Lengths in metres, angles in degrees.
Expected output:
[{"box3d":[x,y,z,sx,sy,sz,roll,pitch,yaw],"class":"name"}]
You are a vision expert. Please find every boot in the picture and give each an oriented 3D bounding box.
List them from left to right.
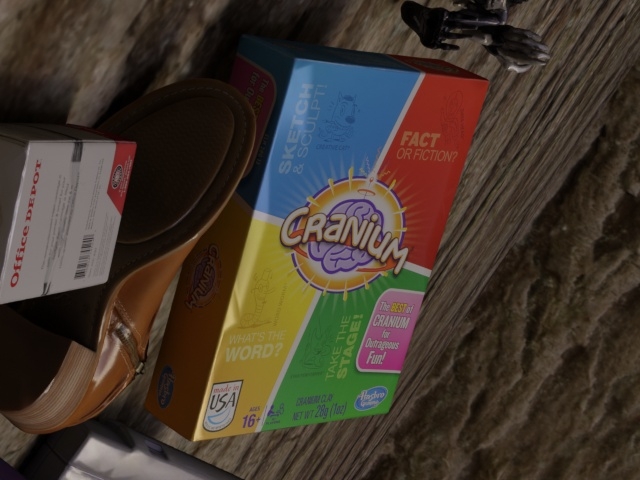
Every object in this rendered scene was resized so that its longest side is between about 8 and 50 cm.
[{"box3d":[-0.136,0.023,1.046,0.283,0.109,0.220,-60,171,-6],"class":"boot"}]

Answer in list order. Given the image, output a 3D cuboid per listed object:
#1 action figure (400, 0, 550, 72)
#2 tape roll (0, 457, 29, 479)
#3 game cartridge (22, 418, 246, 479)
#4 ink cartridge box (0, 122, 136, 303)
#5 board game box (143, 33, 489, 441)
[{"box3d":[0.189,-0.251,1.403,0.276,0.141,0.164,-29,139,-57],"class":"action figure"},{"box3d":[-0.296,0.264,1.122,0.189,0.080,0.189,-49,164,-19],"class":"tape roll"},{"box3d":[-0.178,0.309,1.363,0.355,0.068,0.230,36,85,-47],"class":"game cartridge"},{"box3d":[-0.176,-0.020,0.861,0.135,0.056,0.099,-9,115,-70],"class":"ink cartridge box"},{"box3d":[0.000,0.000,1.161,0.242,0.064,0.316,-2,113,-46],"class":"board game box"}]
